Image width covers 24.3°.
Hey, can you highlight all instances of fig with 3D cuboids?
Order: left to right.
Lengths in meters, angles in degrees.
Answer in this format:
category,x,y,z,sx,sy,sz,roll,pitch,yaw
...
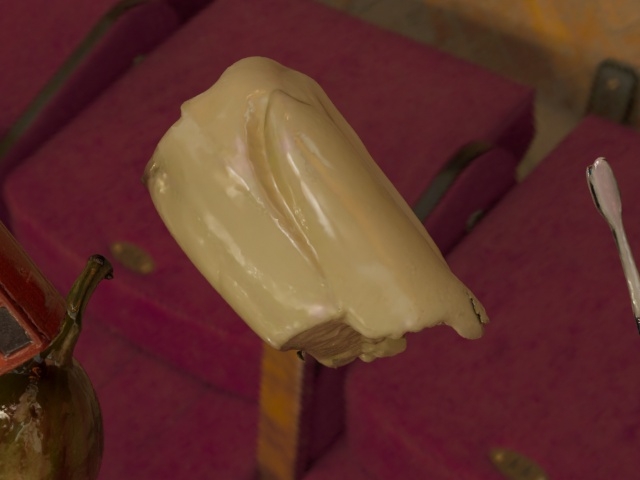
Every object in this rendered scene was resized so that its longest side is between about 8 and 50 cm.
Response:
category,x,y,z,sx,sy,sz,roll,pitch,yaw
fig,-0.209,0.127,1.067,0.142,0.148,0.186,51,122,16

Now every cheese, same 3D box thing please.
category,x,y,z,sx,sy,sz,roll,pitch,yaw
cheese,0.000,0.000,0.973,0.127,0.266,0.233,-40,81,6

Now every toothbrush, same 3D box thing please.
category,x,y,z,sx,sy,sz,roll,pitch,yaw
toothbrush,0.247,0.077,1.110,0.026,0.024,0.288,36,-144,-85

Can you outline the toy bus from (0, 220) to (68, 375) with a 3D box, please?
category,x,y,z,sx,sy,sz,roll,pitch,yaw
toy bus,-0.261,-0.014,0.941,0.096,0.073,0.235,-25,114,17
